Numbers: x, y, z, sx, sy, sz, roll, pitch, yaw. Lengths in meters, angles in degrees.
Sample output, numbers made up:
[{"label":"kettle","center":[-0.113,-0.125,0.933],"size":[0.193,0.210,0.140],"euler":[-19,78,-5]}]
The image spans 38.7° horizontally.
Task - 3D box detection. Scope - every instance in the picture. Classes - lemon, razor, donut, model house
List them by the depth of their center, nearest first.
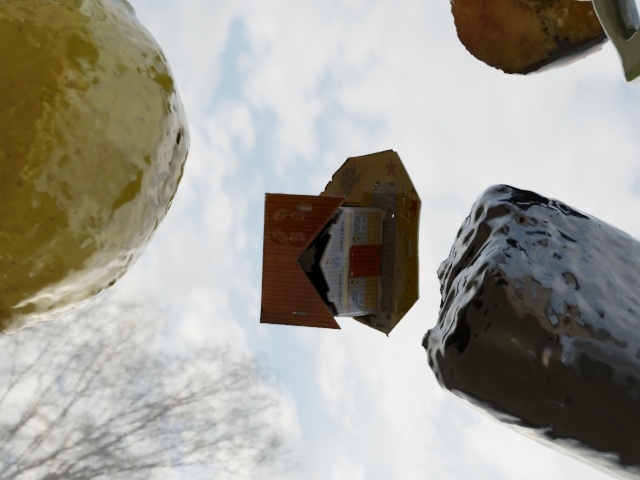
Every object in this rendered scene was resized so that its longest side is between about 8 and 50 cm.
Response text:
[{"label":"razor","center":[0.224,0.092,0.585],"size":[0.107,0.326,0.189],"euler":[-53,-169,34]},{"label":"lemon","center":[-0.193,-0.063,0.611],"size":[0.204,0.204,0.260],"euler":[-17,-124,51]},{"label":"model house","center":[0.000,0.000,1.064],"size":[0.207,0.135,0.219],"euler":[10,-81,51]},{"label":"donut","center":[0.288,-0.338,1.193],"size":[0.253,0.118,0.254],"euler":[2,-83,18]}]

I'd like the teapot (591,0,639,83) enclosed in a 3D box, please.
[{"label":"teapot","center":[0.288,-0.352,0.876],"size":[0.239,0.239,0.322],"euler":[147,-44,-65]}]
